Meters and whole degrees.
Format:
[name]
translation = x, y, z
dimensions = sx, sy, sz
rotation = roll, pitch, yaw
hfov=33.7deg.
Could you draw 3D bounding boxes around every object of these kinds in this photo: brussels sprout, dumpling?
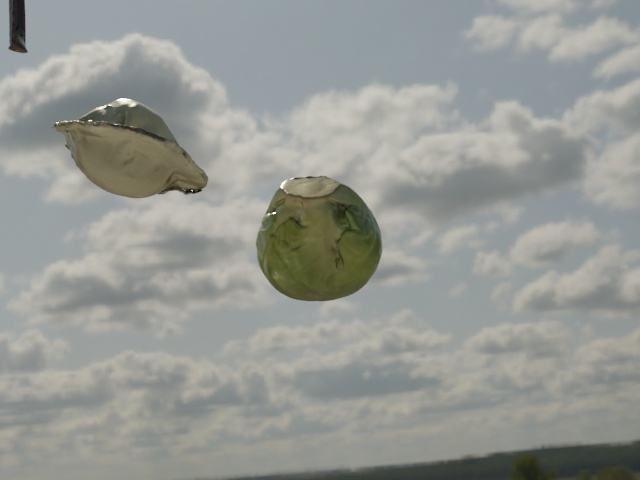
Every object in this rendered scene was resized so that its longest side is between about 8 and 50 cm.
[brussels sprout]
translation = 0.000, 0.000, 1.889
dimensions = 0.244, 0.244, 0.244
rotation = -5, -12, -1
[dumpling]
translation = -0.280, -0.141, 1.577
dimensions = 0.247, 0.142, 0.172
rotation = 19, -12, -9

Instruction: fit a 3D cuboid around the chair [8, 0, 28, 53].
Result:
[chair]
translation = -0.331, -0.323, 0.915
dimensions = 0.183, 0.327, 0.175
rotation = -1, -9, 44
